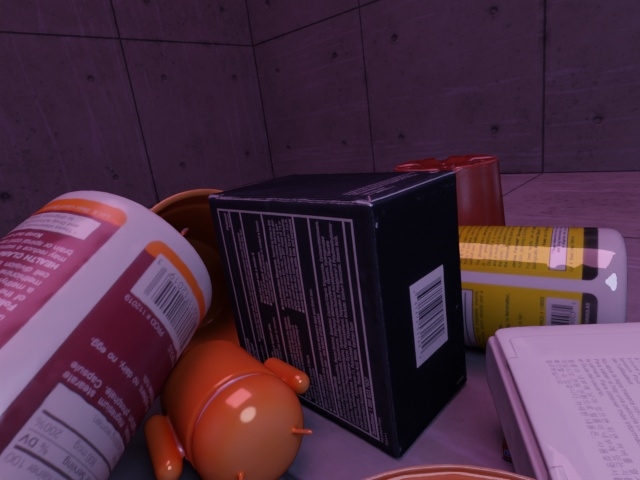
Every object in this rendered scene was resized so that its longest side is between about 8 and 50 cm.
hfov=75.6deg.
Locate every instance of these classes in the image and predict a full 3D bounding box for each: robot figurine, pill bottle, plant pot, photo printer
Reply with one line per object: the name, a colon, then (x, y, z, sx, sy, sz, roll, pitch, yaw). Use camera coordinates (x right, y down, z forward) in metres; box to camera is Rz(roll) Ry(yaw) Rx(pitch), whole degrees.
robot figurine: (-0.105, 0.196, 0.474, 0.158, 0.128, 0.219, 21, -5, -37)
pill bottle: (0.256, 0.070, 0.632, 0.333, 0.188, 0.188, 3, 19, 32)
plant pot: (-0.220, 0.075, 0.743, 0.290, 0.291, 0.203, -19, 1, -35)
pill bottle: (-0.281, 0.149, 0.368, 0.224, 0.224, 0.392, -2, 38, 21)
plant pot: (0.261, -0.032, 0.854, 0.272, 0.265, 0.272, -7, 15, 2)
photo printer: (0.319, 0.172, 0.330, 0.307, 0.107, 0.256, -5, 28, 10)

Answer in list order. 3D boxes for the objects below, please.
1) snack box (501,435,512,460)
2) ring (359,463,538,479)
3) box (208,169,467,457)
snack box: (0.267, 0.197, 0.480, 0.064, 0.022, 0.178, 7, 21, 37)
ring: (0.081, 0.257, 0.141, 0.336, 0.032, 0.337, 1, 39, -1)
box: (0.021, 0.063, 0.568, 0.294, 0.296, 0.182, 8, 22, 43)
